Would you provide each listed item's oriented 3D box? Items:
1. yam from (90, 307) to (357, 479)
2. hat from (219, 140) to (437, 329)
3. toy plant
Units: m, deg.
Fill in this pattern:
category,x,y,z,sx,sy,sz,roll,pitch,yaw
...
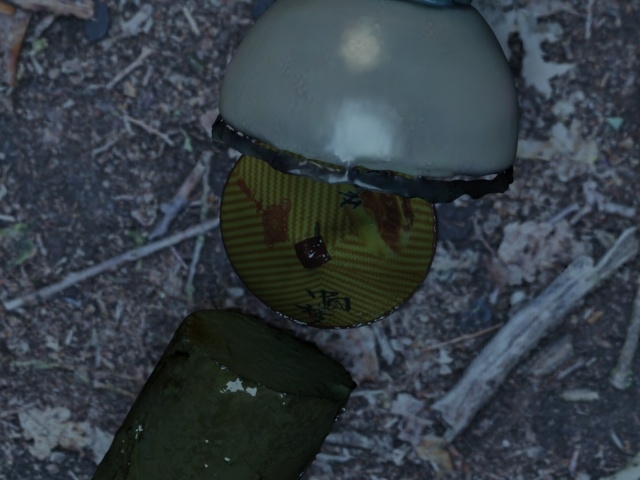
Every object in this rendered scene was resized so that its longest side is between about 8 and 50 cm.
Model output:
category,x,y,z,sx,sy,sz,roll,pitch,yaw
yam,-0.107,0.206,1.087,0.168,0.168,0.304,31,110,-1
hat,0.000,0.000,1.041,0.193,0.082,0.193,3,110,8
toy plant,0.062,-0.216,0.888,0.247,0.247,0.332,12,106,6
